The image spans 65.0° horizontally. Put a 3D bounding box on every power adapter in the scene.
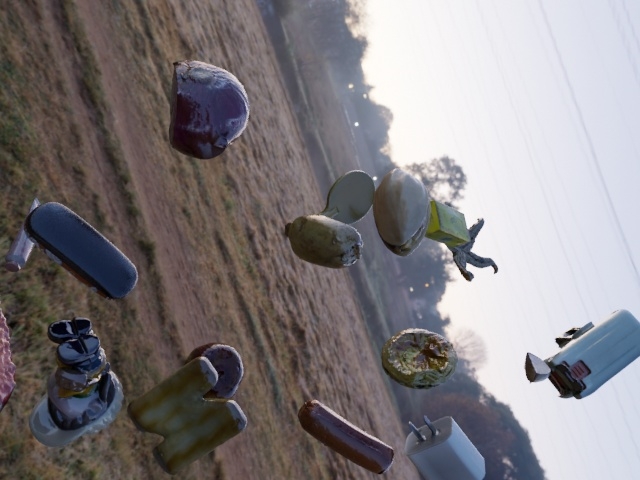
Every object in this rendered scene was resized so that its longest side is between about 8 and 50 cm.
[{"bbox_3d":[0.388,0.683,1.644,0.255,0.187,0.124,52,23,-8],"label":"power adapter"}]

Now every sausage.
[{"bbox_3d":[0.077,0.595,1.502,0.330,0.102,0.102,33,10,-4],"label":"sausage"}]

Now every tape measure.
[{"bbox_3d":[0.629,0.269,1.191,0.125,0.243,0.246,57,-11,18],"label":"tape measure"}]

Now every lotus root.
[{"bbox_3d":[0.000,0.000,1.602,0.146,0.284,0.160,-23,126,-50],"label":"lotus root"}]

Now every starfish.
[{"bbox_3d":[0.528,0.023,1.840,0.375,0.094,0.327,28,50,-28],"label":"starfish"}]

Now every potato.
[{"bbox_3d":[0.418,0.253,0.967,0.093,0.036,0.037,-44,145,-73],"label":"potato"}]

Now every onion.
[{"bbox_3d":[-0.282,-0.324,1.291,0.216,0.207,0.206,107,-30,-48],"label":"onion"}]

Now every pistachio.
[{"bbox_3d":[0.210,-0.076,1.317,0.157,0.157,0.229,63,26,-61],"label":"pistachio"}]

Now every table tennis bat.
[{"bbox_3d":[0.067,-0.118,1.763,0.050,0.321,0.198,37,-24,48],"label":"table tennis bat"}]

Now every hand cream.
[{"bbox_3d":[-0.702,-0.010,1.208,0.067,0.043,0.210,83,1,-46],"label":"hand cream"}]

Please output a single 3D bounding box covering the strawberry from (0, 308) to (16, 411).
[{"bbox_3d":[-0.660,0.180,0.886,0.233,0.137,0.306,62,4,-54],"label":"strawberry"}]

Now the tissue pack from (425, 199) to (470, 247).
[{"bbox_3d":[0.362,-0.047,1.463,0.176,0.062,0.095,17,59,-45],"label":"tissue pack"}]

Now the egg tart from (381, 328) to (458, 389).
[{"bbox_3d":[0.309,0.381,1.580,0.241,0.241,0.106,-99,-177,-57],"label":"egg tart"}]

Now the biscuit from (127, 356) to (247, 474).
[{"bbox_3d":[-0.362,0.472,1.358,0.237,0.290,0.062,54,13,4],"label":"biscuit"}]

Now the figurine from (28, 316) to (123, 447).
[{"bbox_3d":[-0.556,0.329,1.195,0.204,0.332,0.185,-1,39,-46],"label":"figurine"}]

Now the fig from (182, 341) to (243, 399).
[{"bbox_3d":[-0.384,0.420,1.580,0.190,0.290,0.191,33,52,-54],"label":"fig"}]

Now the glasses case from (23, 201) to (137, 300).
[{"bbox_3d":[-0.521,0.026,1.109,0.267,0.067,0.103,48,38,-23],"label":"glasses case"}]

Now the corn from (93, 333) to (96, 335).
[{"bbox_3d":[-0.742,0.392,1.517,0.310,0.101,0.101,-98,170,-52],"label":"corn"}]
